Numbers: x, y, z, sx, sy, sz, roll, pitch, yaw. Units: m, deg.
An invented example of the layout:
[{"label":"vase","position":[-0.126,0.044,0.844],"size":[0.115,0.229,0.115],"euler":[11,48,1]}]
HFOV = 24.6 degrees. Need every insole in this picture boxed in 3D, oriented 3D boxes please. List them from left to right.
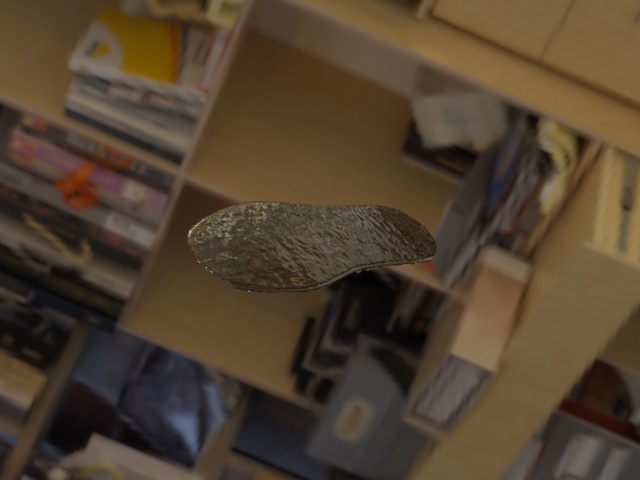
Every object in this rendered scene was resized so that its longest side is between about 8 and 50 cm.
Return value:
[{"label":"insole","position":[0.000,0.000,1.336],"size":[0.328,0.111,0.007],"euler":[-6,-41,-50]}]
